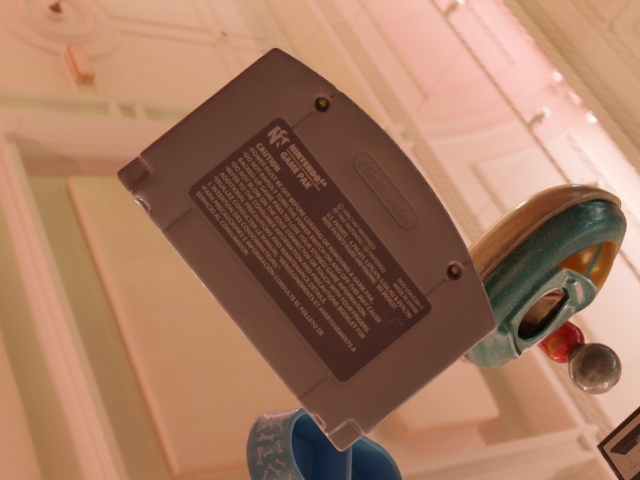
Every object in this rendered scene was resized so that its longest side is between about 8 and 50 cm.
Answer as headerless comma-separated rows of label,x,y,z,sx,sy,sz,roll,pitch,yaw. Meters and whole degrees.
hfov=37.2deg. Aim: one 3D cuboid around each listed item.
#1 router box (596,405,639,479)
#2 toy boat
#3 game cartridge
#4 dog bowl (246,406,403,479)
router box,0.397,0.216,0.732,0.308,0.081,0.243,-1,-132,-36
toy boat,0.284,0.078,1.147,0.148,0.267,0.318,44,175,38
game cartridge,0.000,0.000,0.781,0.294,0.196,0.060,52,-179,-3
dog bowl,0.019,0.353,1.437,0.297,0.074,0.166,37,-140,-33
